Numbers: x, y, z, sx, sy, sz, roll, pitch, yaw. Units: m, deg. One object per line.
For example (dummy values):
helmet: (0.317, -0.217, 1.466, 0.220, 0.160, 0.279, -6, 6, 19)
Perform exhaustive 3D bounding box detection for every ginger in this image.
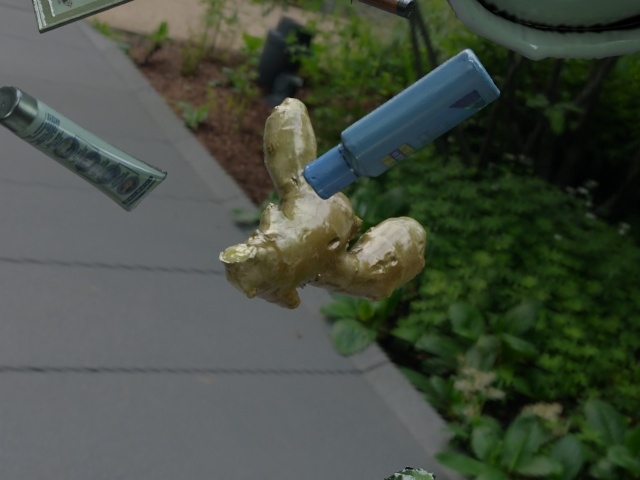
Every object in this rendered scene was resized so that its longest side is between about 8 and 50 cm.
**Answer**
ginger: (-0.003, 0.012, 1.691, 0.122, 0.363, 0.348, -11, 39, 42)

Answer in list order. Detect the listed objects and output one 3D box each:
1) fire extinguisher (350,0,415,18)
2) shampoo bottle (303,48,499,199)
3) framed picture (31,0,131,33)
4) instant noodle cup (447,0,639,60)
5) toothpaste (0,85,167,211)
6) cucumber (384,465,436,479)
fire extinguisher: (0.063, -0.264, 1.216, 0.083, 0.028, 0.022, 25, -1, 26)
shampoo bottle: (0.096, -0.138, 1.373, 0.061, 0.258, 0.104, 62, 14, 21)
framed picture: (-0.323, -0.389, 1.511, 0.173, 0.010, 0.231, -21, 56, -1)
instant noodle cup: (0.222, -0.328, 0.905, 0.340, 0.340, 0.266, 11, 61, -18)
toothpaste: (-0.238, -0.088, 1.110, 0.039, 0.062, 0.239, 48, 7, 33)
cucumber: (0.161, 0.509, 1.812, 0.145, 0.105, 0.325, -8, 31, -7)
